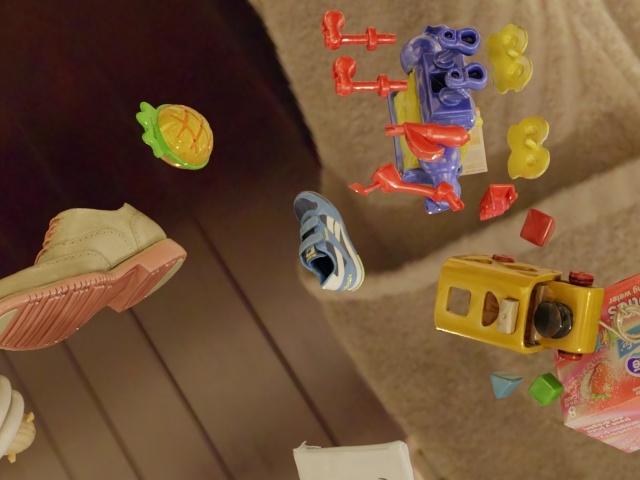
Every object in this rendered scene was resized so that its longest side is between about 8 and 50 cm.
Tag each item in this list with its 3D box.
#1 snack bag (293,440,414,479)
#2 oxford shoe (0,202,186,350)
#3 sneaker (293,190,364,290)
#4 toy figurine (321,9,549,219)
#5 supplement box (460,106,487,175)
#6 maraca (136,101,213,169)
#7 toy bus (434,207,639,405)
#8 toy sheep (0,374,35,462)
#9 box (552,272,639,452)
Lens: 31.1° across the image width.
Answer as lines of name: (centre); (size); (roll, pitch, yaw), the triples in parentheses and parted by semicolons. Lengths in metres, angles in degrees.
snack bag: (0.073, 0.508, 1.949); (0.037, 0.342, 0.323); (-6, 174, -37)
oxford shoe: (-0.353, 0.041, 1.595); (0.140, 0.146, 0.397); (-46, 169, 25)
sneaker: (0.000, 0.000, 1.428); (0.059, 0.144, 0.053); (-11, 153, -41)
toy figurine: (0.086, -0.156, 1.160); (0.191, 0.362, 0.217); (-5, 158, -9)
supplement box: (0.210, -0.147, 1.720); (0.062, 0.098, 0.036); (-8, -176, -11)
maraca: (-0.259, -0.187, 2.038); (0.099, 0.127, 0.186); (-30, 161, 26)
toy bus: (0.224, 0.077, 1.270); (0.104, 0.191, 0.202); (-4, 148, -51)
toy sheep: (-0.281, 0.131, 0.891); (0.132, 0.091, 0.091); (27, 127, -29)
box: (0.427, 0.117, 1.302); (0.142, 0.154, 0.300); (27, 138, -37)
